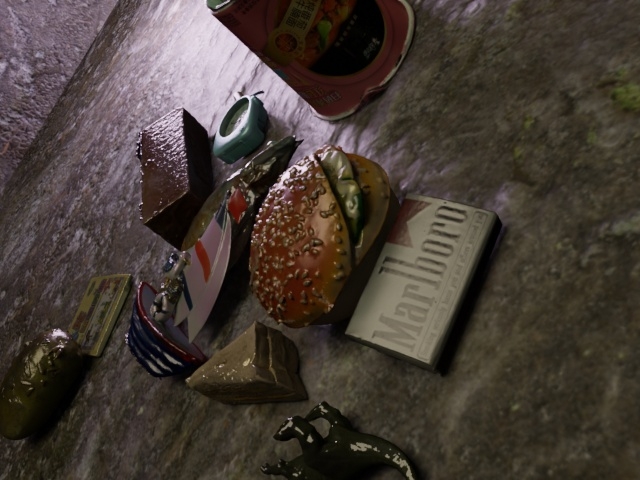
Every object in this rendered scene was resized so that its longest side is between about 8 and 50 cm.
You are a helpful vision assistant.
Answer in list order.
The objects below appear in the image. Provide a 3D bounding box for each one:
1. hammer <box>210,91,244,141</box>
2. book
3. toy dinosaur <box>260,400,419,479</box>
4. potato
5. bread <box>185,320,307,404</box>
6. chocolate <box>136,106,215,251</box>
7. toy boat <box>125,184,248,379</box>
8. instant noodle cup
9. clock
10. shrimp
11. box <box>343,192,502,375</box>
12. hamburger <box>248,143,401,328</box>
[{"bbox_3d":[-0.182,-0.236,1.516,0.110,0.019,0.035,-52,32,14],"label":"hammer"},{"bbox_3d":[-0.441,0.147,1.545,0.192,0.013,0.167,-7,58,52],"label":"book"},{"bbox_3d":[0.026,0.261,0.813,0.179,0.087,0.187,41,118,22],"label":"toy dinosaur"},{"bbox_3d":[-0.540,0.273,1.475,0.251,0.113,0.149,-47,37,14],"label":"potato"},{"bbox_3d":[-0.097,0.185,0.987,0.152,0.077,0.105,-43,34,24],"label":"bread"},{"bbox_3d":[-0.263,-0.128,1.456,0.112,0.112,0.321,-37,36,16],"label":"chocolate"},{"bbox_3d":[-0.189,0.082,1.187,0.318,0.072,0.219,-40,49,27],"label":"toy boat"},{"bbox_3d":[-0.026,-0.337,1.171,0.244,0.255,0.243,-31,43,35],"label":"instant noodle cup"},{"bbox_3d":[-0.139,-0.215,1.413,0.108,0.045,0.147,-26,43,39],"label":"clock"},{"bbox_3d":[-0.131,-0.038,1.243,0.317,0.062,0.164,-46,41,24],"label":"shrimp"},{"bbox_3d":[0.109,0.042,0.836,0.115,0.036,0.177,16,75,35],"label":"box"},{"bbox_3d":[-0.002,-0.001,0.951,0.237,0.147,0.236,-35,40,36],"label":"hamburger"}]
